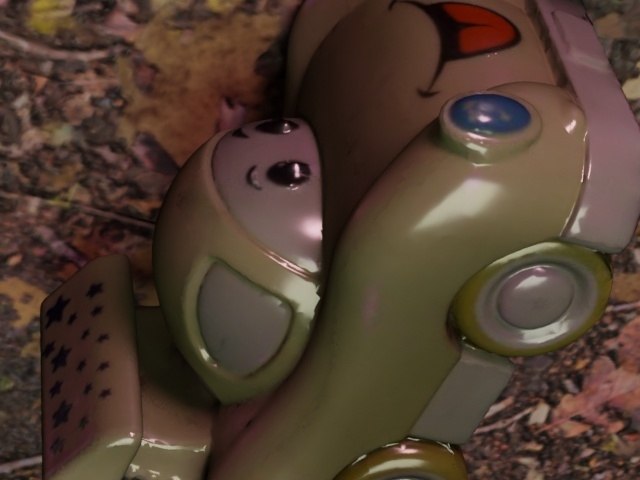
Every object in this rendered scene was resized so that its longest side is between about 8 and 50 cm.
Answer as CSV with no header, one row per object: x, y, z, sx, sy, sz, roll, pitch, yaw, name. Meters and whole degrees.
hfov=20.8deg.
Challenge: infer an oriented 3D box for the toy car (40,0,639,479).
0.000,0.000,0.960,0.226,0.242,0.336,15,126,-20,toy car
